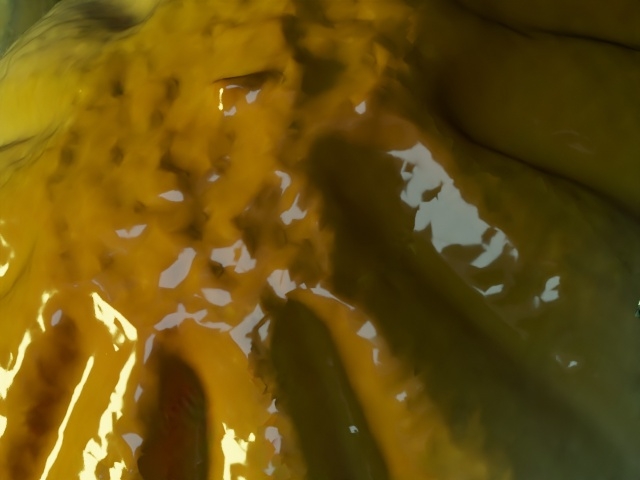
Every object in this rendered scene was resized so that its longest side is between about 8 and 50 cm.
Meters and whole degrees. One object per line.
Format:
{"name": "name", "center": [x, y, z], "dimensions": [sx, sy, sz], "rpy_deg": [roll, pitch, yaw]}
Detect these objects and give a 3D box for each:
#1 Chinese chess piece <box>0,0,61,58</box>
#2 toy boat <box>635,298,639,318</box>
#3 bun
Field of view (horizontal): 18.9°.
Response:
{"name": "Chinese chess piece", "center": [-0.212, -0.063, 0.751], "dimensions": [0.257, 0.104, 0.257], "rpy_deg": [-4, 69, 9]}
{"name": "toy boat", "center": [0.232, 0.015, 0.481], "dimensions": [0.296, 0.122, 0.114], "rpy_deg": [-20, 95, -4]}
{"name": "bun", "center": [0.000, 0.000, 0.576], "dimensions": [0.299, 0.165, 0.299], "rpy_deg": [-9, 60, 15]}
